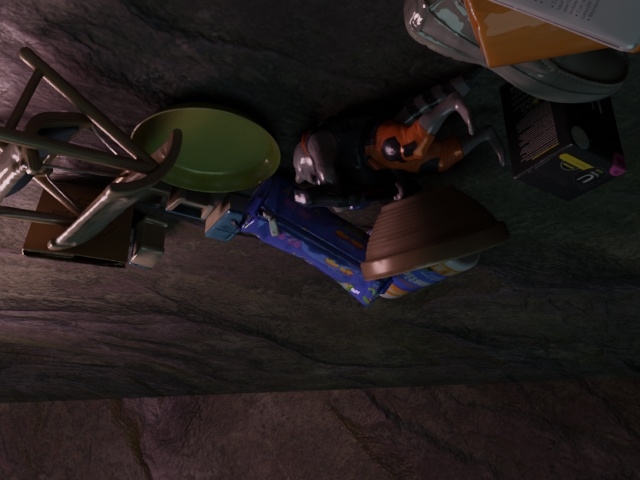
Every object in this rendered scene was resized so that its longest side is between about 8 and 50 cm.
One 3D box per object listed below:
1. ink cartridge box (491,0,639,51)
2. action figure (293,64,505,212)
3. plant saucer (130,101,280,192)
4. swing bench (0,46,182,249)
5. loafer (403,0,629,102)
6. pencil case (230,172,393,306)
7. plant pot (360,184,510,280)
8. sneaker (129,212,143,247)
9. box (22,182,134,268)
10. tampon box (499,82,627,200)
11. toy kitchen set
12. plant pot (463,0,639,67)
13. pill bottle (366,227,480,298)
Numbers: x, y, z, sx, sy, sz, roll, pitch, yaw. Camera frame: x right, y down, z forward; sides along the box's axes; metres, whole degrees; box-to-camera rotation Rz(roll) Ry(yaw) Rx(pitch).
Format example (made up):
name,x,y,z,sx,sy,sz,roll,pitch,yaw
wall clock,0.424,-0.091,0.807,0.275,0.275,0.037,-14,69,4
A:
name,x,y,z,sx,sy,sz,roll,pitch,yaw
ink cartridge box,0.187,-0.333,0.503,0.261,0.066,0.296,27,119,13
action figure,0.111,-0.146,1.041,0.331,0.178,0.341,-7,-177,27
plant saucer,-0.185,-0.155,1.087,0.241,0.037,0.241,1,152,0
swing bench,-0.386,-0.106,0.994,0.255,0.165,0.253,29,144,-28
loafer,0.258,-0.253,0.809,0.320,0.111,0.111,11,160,-20
pencil case,0.000,0.000,1.186,0.306,0.133,0.119,32,103,-9
plant pot,0.169,-0.019,1.053,0.238,0.109,0.237,-16,178,-1
sneaker,-0.390,-0.023,1.336,0.089,0.051,0.170,-18,152,23
box,-0.417,-0.030,1.170,0.165,0.201,0.021,8,125,-16
tampon box,0.341,-0.159,0.939,0.121,0.160,0.101,16,149,-29
toy kitchen set,-0.244,-0.008,1.237,0.207,0.166,0.122,15,149,-27
plant pot,0.236,-0.264,0.651,0.188,0.205,0.205,-19,149,16
pill bottle,0.169,0.028,1.325,0.152,0.152,0.272,20,146,-34
